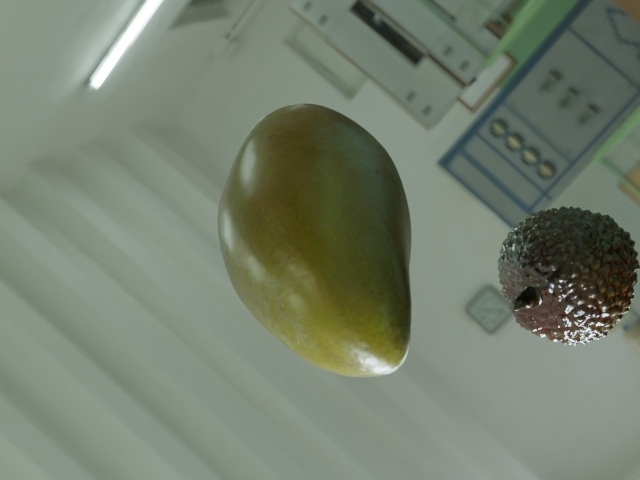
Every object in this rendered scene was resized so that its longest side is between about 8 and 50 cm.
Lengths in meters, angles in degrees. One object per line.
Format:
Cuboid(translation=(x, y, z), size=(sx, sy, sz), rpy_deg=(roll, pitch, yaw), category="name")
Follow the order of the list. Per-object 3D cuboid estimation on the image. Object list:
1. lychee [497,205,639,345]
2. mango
Cuboid(translation=(0.275, 0.042, 1.301), size=(0.197, 0.165, 0.165), rpy_deg=(-28, -114, -29), category="lychee")
Cuboid(translation=(0.000, 0.000, 1.153), size=(0.384, 0.199, 0.221), rpy_deg=(-108, 3, -52), category="mango")
